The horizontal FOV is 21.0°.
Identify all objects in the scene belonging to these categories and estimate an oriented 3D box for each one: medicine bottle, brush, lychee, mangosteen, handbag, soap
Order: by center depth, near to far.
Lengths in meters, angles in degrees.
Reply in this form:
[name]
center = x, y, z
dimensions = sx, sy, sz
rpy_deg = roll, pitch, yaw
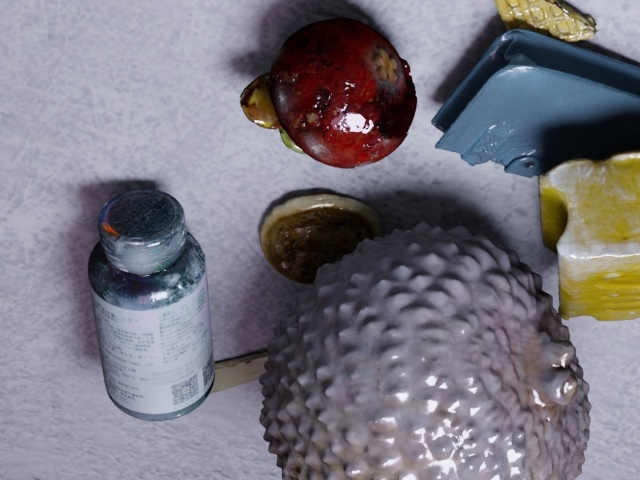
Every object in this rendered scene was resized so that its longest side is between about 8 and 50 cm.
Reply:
[mangosteen]
center = 0.012, -0.155, 1.859
dimensions = 0.180, 0.166, 0.166
rpy_deg = -11, 139, 47
[handbag]
center = 0.255, -0.133, 1.910
dimensions = 0.229, 0.062, 0.179
rpy_deg = 15, 134, -25
[soap]
center = 0.377, -0.012, 1.920
dimensions = 0.259, 0.143, 0.281
rpy_deg = -9, 162, 8
[lychee]
center = 0.121, 0.173, 1.998
dimensions = 0.432, 0.380, 0.380
rpy_deg = -12, 137, 43
[medicine bottle]
center = -0.204, 0.076, 2.078
dimensions = 0.141, 0.141, 0.293
rpy_deg = 0, 134, 1
[brush]
center = -0.037, 0.149, 2.231
dimensions = 0.337, 0.020, 0.085
rpy_deg = -16, 132, 16

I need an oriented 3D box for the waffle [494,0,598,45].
[waffle]
center = 0.229, -0.264, 1.832
dimensions = 0.098, 0.023, 0.152
rpy_deg = -16, 131, 14

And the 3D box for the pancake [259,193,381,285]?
[pancake]
center = 0.000, 0.000, 2.082
dimensions = 0.158, 0.028, 0.158
rpy_deg = -1, 137, -1
